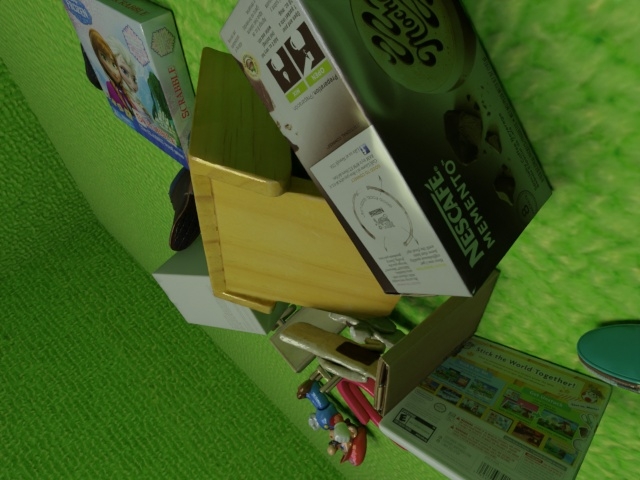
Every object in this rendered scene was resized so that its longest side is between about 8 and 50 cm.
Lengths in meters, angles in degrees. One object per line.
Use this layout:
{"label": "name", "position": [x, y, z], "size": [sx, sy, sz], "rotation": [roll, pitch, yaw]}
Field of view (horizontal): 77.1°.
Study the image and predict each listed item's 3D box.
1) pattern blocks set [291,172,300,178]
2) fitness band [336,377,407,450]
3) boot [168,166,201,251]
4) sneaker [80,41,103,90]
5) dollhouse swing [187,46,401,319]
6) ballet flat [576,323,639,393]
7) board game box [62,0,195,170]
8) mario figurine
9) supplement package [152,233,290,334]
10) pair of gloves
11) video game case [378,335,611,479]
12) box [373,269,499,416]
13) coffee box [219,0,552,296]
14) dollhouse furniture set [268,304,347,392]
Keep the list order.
{"label": "pattern blocks set", "position": [0.000, 0.000, 0.770], "size": [0.325, 0.026, 0.285], "rotation": [21, 140, 42]}
{"label": "fitness band", "position": [0.155, 0.463, 1.115], "size": [0.209, 0.054, 0.291], "rotation": [-11, 117, 56]}
{"label": "boot", "position": [-0.336, -0.087, 1.010], "size": [0.082, 0.219, 0.106], "rotation": [15, -165, -47]}
{"label": "sneaker", "position": [-0.541, -0.426, 0.988], "size": [0.089, 0.051, 0.170], "rotation": [44, 149, 19]}
{"label": "dollhouse swing", "position": [-0.029, -0.064, 0.646], "size": [0.347, 0.305, 0.315], "rotation": [102, 165, -54]}
{"label": "ballet flat", "position": [0.360, 0.118, 0.368], "size": [0.079, 0.077, 0.221], "rotation": [33, 155, -13]}
{"label": "board game box", "position": [-0.385, -0.349, 0.844], "size": [0.319, 0.066, 0.318], "rotation": [34, 149, 25]}
{"label": "mario figurine", "position": [0.022, 0.641, 1.388], "size": [0.320, 0.170, 0.198], "rotation": [45, -172, 24]}
{"label": "supplement package", "position": [-0.227, 0.095, 0.988], "size": [0.293, 0.175, 0.177], "rotation": [-1, 127, 36]}
{"label": "pair of gloves", "position": [0.075, 0.168, 0.697], "size": [0.204, 0.240, 0.042], "rotation": [23, 105, 33]}
{"label": "video game case", "position": [0.226, 0.230, 0.543], "size": [0.227, 0.206, 0.026], "rotation": [14, 136, 48]}
{"label": "box", "position": [0.153, 0.138, 0.541], "size": [0.021, 0.201, 0.164], "rotation": [42, 153, 34]}
{"label": "coffee box", "position": [0.072, -0.112, 0.378], "size": [0.297, 0.168, 0.119], "rotation": [57, 151, -14]}
{"label": "dollhouse furniture set", "position": [-0.006, 0.238, 0.998], "size": [0.212, 0.161, 0.242], "rotation": [45, 173, 20]}
